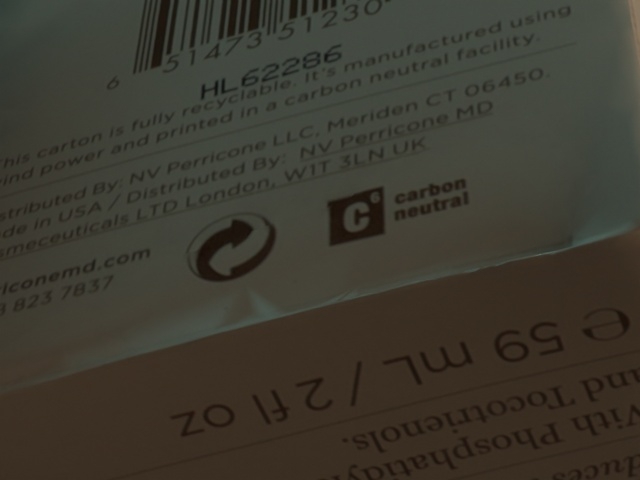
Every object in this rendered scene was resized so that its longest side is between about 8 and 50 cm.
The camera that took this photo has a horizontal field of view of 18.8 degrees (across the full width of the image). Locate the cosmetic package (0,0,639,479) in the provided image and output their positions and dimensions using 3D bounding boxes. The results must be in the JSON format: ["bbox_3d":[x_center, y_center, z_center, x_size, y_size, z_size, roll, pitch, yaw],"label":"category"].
[{"bbox_3d":[0.048,0.063,0.958,0.327,0.329,0.394,-89,158,-48],"label":"cosmetic package"}]
